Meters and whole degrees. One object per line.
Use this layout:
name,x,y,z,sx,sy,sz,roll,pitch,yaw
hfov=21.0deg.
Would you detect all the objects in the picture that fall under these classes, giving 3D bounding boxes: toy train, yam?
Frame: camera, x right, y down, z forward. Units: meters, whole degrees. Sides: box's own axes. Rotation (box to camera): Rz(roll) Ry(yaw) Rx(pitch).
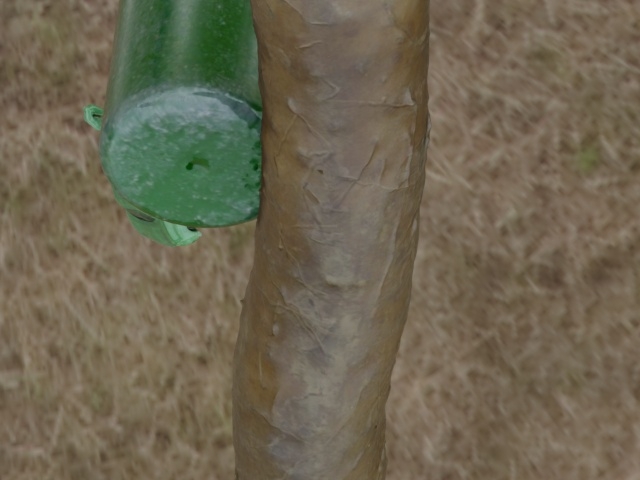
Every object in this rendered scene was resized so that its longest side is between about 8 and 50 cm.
toy train,-0.164,-0.063,1.629,0.081,0.099,0.149,-25,117,-37
yam,0.000,0.000,0.685,0.081,0.081,0.357,-9,133,-10

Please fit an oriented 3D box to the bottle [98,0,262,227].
bottle,-0.043,-0.154,0.830,0.093,0.330,0.093,2,140,2
